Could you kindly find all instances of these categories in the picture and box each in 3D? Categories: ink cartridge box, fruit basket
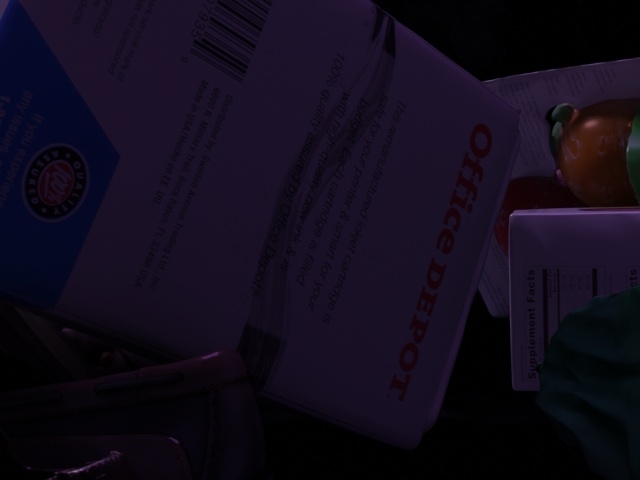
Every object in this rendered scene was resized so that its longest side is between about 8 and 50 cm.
[{"bbox_3d":[-0.055,-0.039,0.540,0.307,0.223,0.129,28,-16,-33],"label":"ink cartridge box"},{"bbox_3d":[0.275,-0.043,0.932,0.353,0.327,0.165,0,45,40],"label":"fruit basket"}]

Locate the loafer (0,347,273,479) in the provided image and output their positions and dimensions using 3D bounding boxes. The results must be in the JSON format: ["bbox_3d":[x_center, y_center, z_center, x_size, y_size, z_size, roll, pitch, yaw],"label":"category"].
[{"bbox_3d":[-0.141,0.087,0.481,0.267,0.084,0.096,0,4,27],"label":"loafer"}]

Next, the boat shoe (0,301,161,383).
[{"bbox_3d":[-0.219,-0.003,0.657,0.132,0.355,0.130,-15,-30,-52],"label":"boat shoe"}]

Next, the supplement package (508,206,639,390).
[{"bbox_3d":[0.270,0.040,0.739,0.244,0.133,0.139,-1,3,12],"label":"supplement package"}]

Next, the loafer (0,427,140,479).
[{"bbox_3d":[-0.145,0.097,0.352,0.220,0.078,0.080,0,3,21],"label":"loafer"}]

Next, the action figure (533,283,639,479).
[{"bbox_3d":[0.168,0.074,0.544,0.063,0.137,0.232,22,-7,-2],"label":"action figure"}]
